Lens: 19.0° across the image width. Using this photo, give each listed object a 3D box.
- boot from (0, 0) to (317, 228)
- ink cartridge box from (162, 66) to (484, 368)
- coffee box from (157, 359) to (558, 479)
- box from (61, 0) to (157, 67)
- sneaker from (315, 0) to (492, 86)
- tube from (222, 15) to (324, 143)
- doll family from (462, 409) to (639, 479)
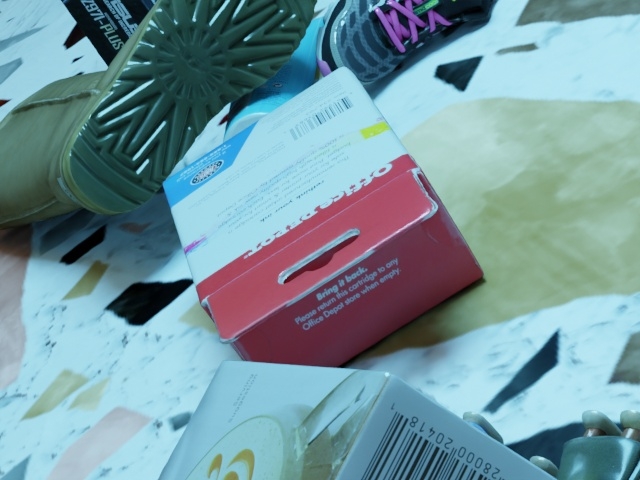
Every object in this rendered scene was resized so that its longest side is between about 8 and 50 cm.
[{"bbox_3d":[-0.137,-0.107,1.329,0.236,0.089,0.269,-47,16,-17],"label":"boot"},{"bbox_3d":[0.000,0.000,1.049,0.134,0.078,0.231,-32,25,3],"label":"ink cartridge box"},{"bbox_3d":[-0.028,0.170,0.643,0.246,0.098,0.141,-61,20,-14],"label":"coffee box"},{"bbox_3d":[-0.117,-0.205,1.438,0.077,0.180,0.147,-12,32,42],"label":"box"},{"bbox_3d":[0.069,-0.161,1.276,0.170,0.063,0.075,-40,19,-25],"label":"sneaker"},{"bbox_3d":[-0.034,-0.102,1.316,0.080,0.052,0.207,-23,23,13],"label":"tube"},{"bbox_3d":[0.077,0.122,0.754,0.193,0.076,0.111,-10,38,50],"label":"doll family"}]
